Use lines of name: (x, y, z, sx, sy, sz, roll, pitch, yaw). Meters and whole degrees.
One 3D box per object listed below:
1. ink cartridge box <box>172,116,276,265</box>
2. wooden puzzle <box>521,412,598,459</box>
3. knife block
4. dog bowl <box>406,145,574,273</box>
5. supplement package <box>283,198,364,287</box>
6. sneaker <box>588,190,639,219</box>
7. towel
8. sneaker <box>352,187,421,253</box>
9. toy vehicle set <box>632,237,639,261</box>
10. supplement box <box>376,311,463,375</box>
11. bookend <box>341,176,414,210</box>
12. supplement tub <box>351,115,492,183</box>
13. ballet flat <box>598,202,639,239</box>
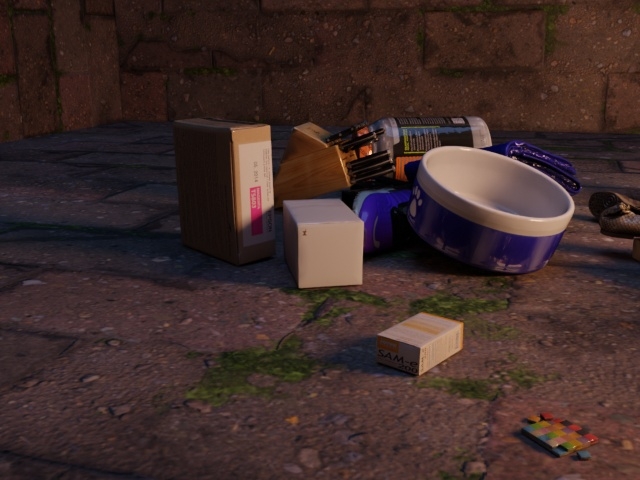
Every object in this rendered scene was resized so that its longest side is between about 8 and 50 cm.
ink cartridge box: (-0.171, -0.093, 1.294, 0.088, 0.235, 0.193, -14, 21, -39)
wooden puzzle: (0.224, 0.183, 0.690, 0.049, 0.006, 0.083, -8, 17, -27)
knife block: (0.033, -0.144, 1.607, 0.242, 0.276, 0.088, 32, 27, 14)
dog bowl: (0.284, -0.058, 1.247, 0.265, 0.104, 0.265, 11, 29, -6)
supplement package: (0.000, 0.000, 1.192, 0.105, 0.105, 0.179, -2, 15, -9)
sneaker: (0.633, -0.051, 1.483, 0.071, 0.066, 0.188, 10, 12, -35)
towel: (0.349, -0.141, 1.522, 0.227, 0.076, 0.308, 19, -13, -32)
sneaker: (0.157, -0.043, 1.355, 0.146, 0.102, 0.293, 7, 17, 22)
toy vehicle set: (0.673, 0.030, 1.191, 0.267, 0.035, 0.166, -1, 15, -3)
supplement box: (0.118, 0.120, 0.868, 0.062, 0.036, 0.098, 12, 19, 39)
bookend: (0.100, -0.092, 1.600, 0.156, 0.072, 0.157, -9, 17, -29)
supplement tub: (0.238, -0.203, 1.779, 0.316, 0.194, 0.193, -1, 15, -6)
ballet flat: (0.598, -0.028, 1.226, 0.250, 0.058, 0.084, 7, 17, 28)
